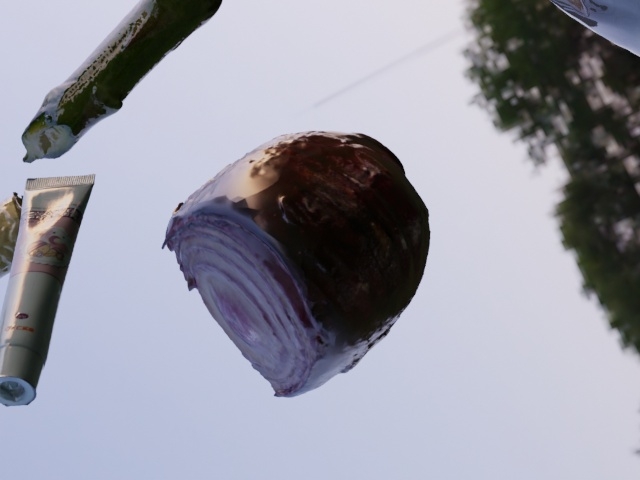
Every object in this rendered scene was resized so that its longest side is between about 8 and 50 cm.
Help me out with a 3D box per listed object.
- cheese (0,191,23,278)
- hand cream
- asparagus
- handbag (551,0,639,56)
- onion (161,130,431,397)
[{"bbox_3d":[-0.491,0.013,2.164,0.094,0.167,0.123,55,-175,-13],"label":"cheese"},{"bbox_3d":[-0.309,0.043,1.613,0.331,0.085,0.058,-87,-13,-48],"label":"hand cream"},{"bbox_3d":[-0.245,-0.216,1.787,0.082,0.343,0.085,46,180,-24],"label":"asparagus"},{"bbox_3d":[0.185,-0.138,0.618,0.182,0.117,0.270,29,167,-2],"label":"handbag"},{"bbox_3d":[0.003,-0.002,1.309,0.206,0.207,0.216,-39,-89,-31],"label":"onion"}]
